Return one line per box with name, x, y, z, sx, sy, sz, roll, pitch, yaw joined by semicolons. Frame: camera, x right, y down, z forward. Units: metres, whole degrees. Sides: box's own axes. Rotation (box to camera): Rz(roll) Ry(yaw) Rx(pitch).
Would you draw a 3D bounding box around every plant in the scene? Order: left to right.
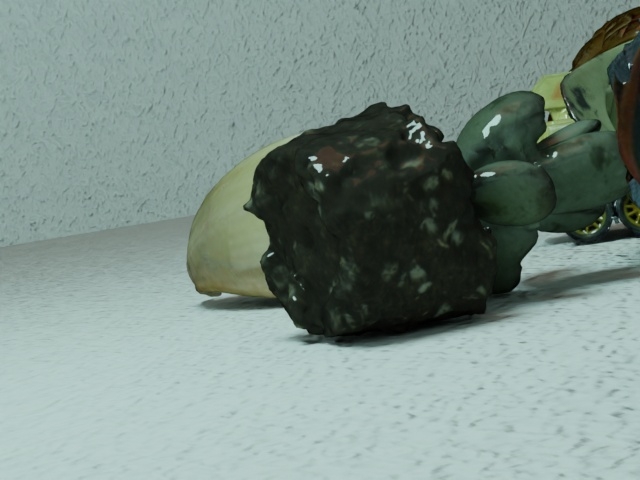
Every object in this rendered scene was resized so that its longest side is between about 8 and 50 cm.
plant;0.093;-0.022;0.988;0.274;0.149;0.146;-15;23;-35

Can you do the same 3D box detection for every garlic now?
garlic;-0.009;-0.005;1.219;0.245;0.145;0.164;-9;-28;16

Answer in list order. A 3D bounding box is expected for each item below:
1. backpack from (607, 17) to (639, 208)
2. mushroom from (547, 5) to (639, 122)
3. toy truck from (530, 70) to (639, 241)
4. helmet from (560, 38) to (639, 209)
backpack;0.255;-0.041;0.558;0.283;0.197;0.317;-6;9;13
mushroom;0.332;-0.138;1.573;0.153;0.253;0.253;26;-4;-13
toy truck;0.317;-0.091;1.314;0.272;0.157;0.124;-8;4;10
helmet;0.305;-0.065;1.165;0.257;0.137;0.204;-19;47;-23
